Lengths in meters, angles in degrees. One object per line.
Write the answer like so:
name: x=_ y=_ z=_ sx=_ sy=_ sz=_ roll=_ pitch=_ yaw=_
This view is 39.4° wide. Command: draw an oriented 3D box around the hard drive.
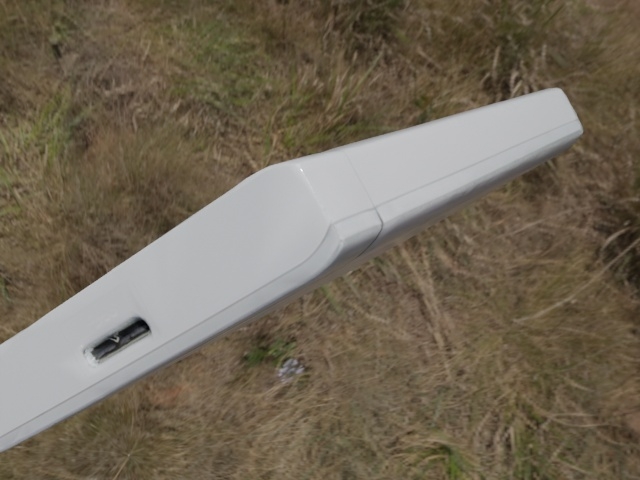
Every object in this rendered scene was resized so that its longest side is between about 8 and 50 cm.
hard drive: x=0.000 y=0.000 z=0.510 sx=0.047 sy=0.233 sz=0.353 roll=61 pitch=32 yaw=3
